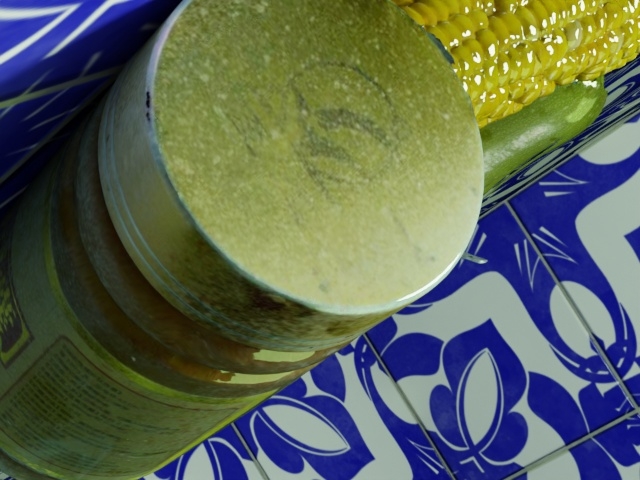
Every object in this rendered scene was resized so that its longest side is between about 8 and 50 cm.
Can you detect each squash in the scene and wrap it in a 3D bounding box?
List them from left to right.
[{"bbox_3d":[0.104,-0.069,1.470,0.094,0.094,0.341,-28,173,-43],"label":"squash"}]

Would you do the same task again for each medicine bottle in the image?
[{"bbox_3d":[-0.069,0.013,0.834,0.151,0.151,0.322,-29,175,-34],"label":"medicine bottle"}]

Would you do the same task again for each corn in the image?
[{"bbox_3d":[0.098,-0.117,0.939,0.313,0.102,0.102,-25,173,-32],"label":"corn"}]

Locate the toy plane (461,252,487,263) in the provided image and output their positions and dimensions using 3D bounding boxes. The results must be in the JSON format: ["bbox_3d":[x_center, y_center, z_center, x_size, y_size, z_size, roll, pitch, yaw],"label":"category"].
[{"bbox_3d":[0.064,-0.034,1.774,0.273,0.107,0.182,-7,-154,-33],"label":"toy plane"}]
